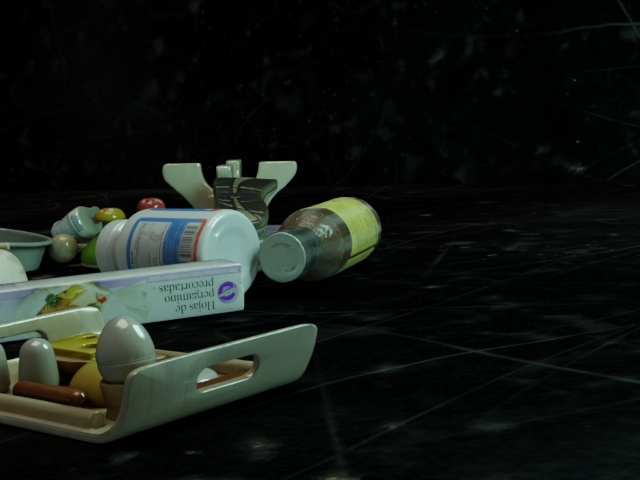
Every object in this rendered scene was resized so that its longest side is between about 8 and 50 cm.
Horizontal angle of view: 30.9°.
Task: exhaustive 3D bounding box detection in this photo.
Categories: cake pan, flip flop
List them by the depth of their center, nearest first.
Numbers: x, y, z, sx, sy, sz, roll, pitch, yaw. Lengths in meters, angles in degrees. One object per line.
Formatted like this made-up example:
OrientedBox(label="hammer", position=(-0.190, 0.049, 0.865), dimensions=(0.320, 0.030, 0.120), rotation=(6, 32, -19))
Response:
OrientedBox(label="flip flop", position=(-0.129, -0.049, 1.966), dimensions=(0.112, 0.080, 0.277), rotation=(1, 21, -3))
OrientedBox(label="cake pan", position=(-0.609, 0.010, 1.986), dimensions=(0.293, 0.054, 0.293), rotation=(7, 5, -1))

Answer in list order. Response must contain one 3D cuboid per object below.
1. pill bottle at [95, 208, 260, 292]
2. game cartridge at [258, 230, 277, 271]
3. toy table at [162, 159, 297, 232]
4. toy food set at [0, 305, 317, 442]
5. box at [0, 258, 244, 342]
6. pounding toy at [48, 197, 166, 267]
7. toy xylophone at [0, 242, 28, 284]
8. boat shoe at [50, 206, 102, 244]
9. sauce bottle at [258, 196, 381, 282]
OrientedBox(label="pill bottle", position=(-0.204, 0.017, 1.612), dimensions=(0.221, 0.124, 0.124), rotation=(2, 8, 38))
OrientedBox(label="game cartridge", position=(-0.180, 0.023, 1.868), dimensions=(0.297, 0.062, 0.198), rotation=(-9, 13, -41))
OrientedBox(label="toy table", position=(-0.174, -0.069, 2.206), dimensions=(0.274, 0.161, 0.252), rotation=(-3, 7, -10))
OrientedBox(label="toy food set", position=(-0.188, 0.096, 1.039), dimensions=(0.306, 0.092, 0.220), rotation=(3, 9, 39))
OrientedBox(label="box", position=(-0.254, 0.072, 1.417), dimensions=(0.324, 0.063, 0.067), rotation=(-6, 9, -27))
OrientedBox(label="pounding toy", position=(-0.353, -0.018, 2.050), dimensions=(0.237, 0.110, 0.183), rotation=(2, 8, 38))
OrientedBox(label="toy xylophone", position=(-0.545, 0.058, 1.590), dimensions=(0.323, 0.081, 0.236), rotation=(-2, 7, 10))
OrientedBox(label="boat shoe", position=(-0.456, -0.017, 2.216), dimensions=(0.081, 0.079, 0.227), rotation=(-27, -7, 4))
OrientedBox(label="sauce bottle", position=(0.000, 0.000, 1.714), dimensions=(0.111, 0.111, 0.344), rotation=(-1, 5, 17))
